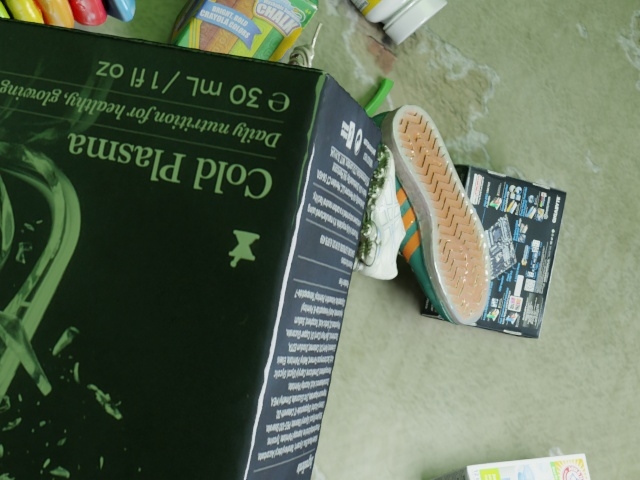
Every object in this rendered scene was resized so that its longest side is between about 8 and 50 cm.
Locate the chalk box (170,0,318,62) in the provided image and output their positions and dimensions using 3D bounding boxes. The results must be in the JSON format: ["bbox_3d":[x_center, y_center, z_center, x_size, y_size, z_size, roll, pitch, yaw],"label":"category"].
[{"bbox_3d":[-0.086,-0.317,1.639,0.132,0.213,0.132,28,29,-18],"label":"chalk box"}]

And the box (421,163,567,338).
[{"bbox_3d":[0.247,0.017,1.763,0.175,0.051,0.220,12,87,-27],"label":"box"}]

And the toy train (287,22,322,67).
[{"bbox_3d":[-0.103,-0.179,1.597,0.143,0.105,0.248,14,105,-13],"label":"toy train"}]

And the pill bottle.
[{"bbox_3d":[0.086,-0.401,1.860,0.208,0.119,0.119,49,53,-3],"label":"pill bottle"}]

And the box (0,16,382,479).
[{"bbox_3d":[-0.237,0.069,1.086,0.480,0.297,0.471,11,88,12],"label":"box"}]

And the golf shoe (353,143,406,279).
[{"bbox_3d":[0.074,-0.032,1.592,0.086,0.069,0.176,31,61,-42],"label":"golf shoe"}]

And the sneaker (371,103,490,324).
[{"bbox_3d":[0.131,-0.028,1.677,0.108,0.121,0.302,-21,93,-38],"label":"sneaker"}]

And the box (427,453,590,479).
[{"bbox_3d":[0.253,0.349,1.637,0.203,0.103,0.114,1,69,-31],"label":"box"}]

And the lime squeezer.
[{"bbox_3d":[0.061,-0.107,1.767,0.110,0.059,0.310,36,47,-53],"label":"lime squeezer"}]

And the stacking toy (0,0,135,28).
[{"bbox_3d":[-0.391,-0.279,1.493,0.302,0.175,0.165,-32,115,-11],"label":"stacking toy"}]
